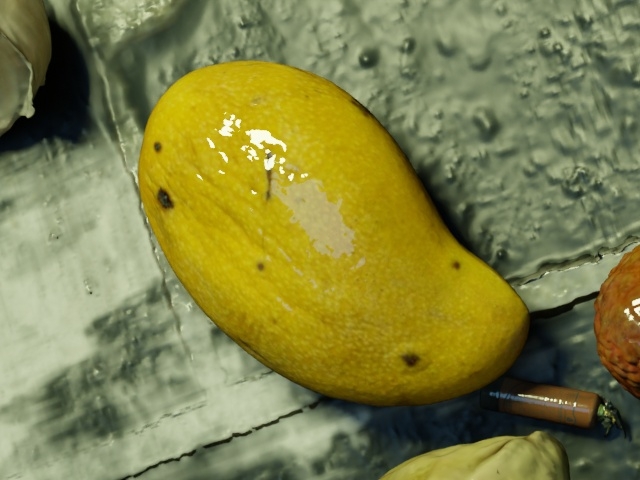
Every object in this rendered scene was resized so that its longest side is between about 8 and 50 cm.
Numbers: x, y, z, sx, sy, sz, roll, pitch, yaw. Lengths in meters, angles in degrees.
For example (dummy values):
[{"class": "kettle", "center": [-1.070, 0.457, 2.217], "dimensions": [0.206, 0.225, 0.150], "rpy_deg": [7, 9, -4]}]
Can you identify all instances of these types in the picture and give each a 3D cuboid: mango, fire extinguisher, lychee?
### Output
[{"class": "mango", "center": [-0.003, -0.001, 0.903], "dimensions": [0.262, 0.109, 0.157], "rpy_deg": [40, 104, 21]}, {"class": "fire extinguisher", "center": [0.133, 0.095, 0.893], "dimensions": [0.083, 0.022, 0.028], "rpy_deg": [9, 128, 21]}, {"class": "lychee", "center": [0.209, 0.048, 0.829], "dimensions": [0.101, 0.140, 0.114], "rpy_deg": [-64, 31, 12]}]

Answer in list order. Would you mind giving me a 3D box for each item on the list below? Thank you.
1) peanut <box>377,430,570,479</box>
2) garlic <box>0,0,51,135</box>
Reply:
[{"class": "peanut", "center": [0.041, 0.248, 0.848], "dimensions": [0.174, 0.158, 0.340], "rpy_deg": [32, 97, -19]}, {"class": "garlic", "center": [-0.283, -0.148, 1.017], "dimensions": [0.229, 0.178, 0.143], "rpy_deg": [0, 55, 4]}]
